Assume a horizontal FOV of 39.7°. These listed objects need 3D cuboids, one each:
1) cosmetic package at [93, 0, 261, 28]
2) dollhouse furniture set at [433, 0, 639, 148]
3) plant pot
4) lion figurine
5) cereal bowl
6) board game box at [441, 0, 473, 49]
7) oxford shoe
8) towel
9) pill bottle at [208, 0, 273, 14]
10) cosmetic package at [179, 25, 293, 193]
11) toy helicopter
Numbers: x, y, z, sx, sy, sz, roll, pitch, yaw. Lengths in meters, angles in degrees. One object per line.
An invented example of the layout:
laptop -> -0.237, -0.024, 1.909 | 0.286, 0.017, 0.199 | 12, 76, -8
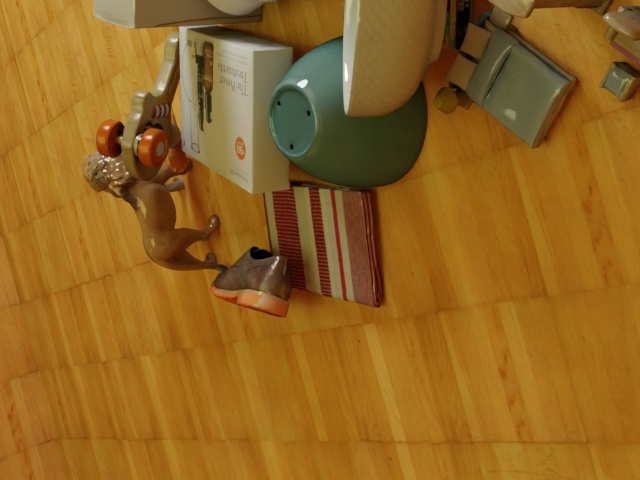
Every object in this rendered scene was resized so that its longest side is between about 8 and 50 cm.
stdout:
cosmetic package -> -0.282, -0.499, 1.784 | 0.160, 0.309, 0.113 | 26, 121, 43
dollhouse furniture set -> 0.291, -0.243, 1.284 | 0.286, 0.198, 0.303 | 49, 134, 29
plant pot -> 0.020, -0.226, 1.607 | 0.290, 0.195, 0.290 | 19, 115, 46
lion figurine -> -0.389, -0.064, 2.098 | 0.392, 0.240, 0.142 | 59, 138, 17
cereal bowl -> 0.113, -0.358, 1.358 | 0.339, 0.141, 0.339 | -178, 90, -89
board game box -> 0.187, -0.407, 1.471 | 0.141, 0.048, 0.170 | 15, 113, 45
oxford shoe -> -0.143, 0.085, 1.949 | 0.363, 0.130, 0.133 | 5, 77, 65
towel -> 0.000, 0.000, 1.827 | 0.329, 0.037, 0.237 | 10, 111, 49
pill bottle -> -0.075, -0.563, 1.608 | 0.361, 0.204, 0.204 | -21, 85, 51
cosmetic package -> -0.185, -0.285, 1.853 | 0.377, 0.097, 0.285 | 32, 127, 54
toy helicopter -> -0.357, -0.303, 2.020 | 0.140, 0.235, 0.355 | 13, 78, 18
